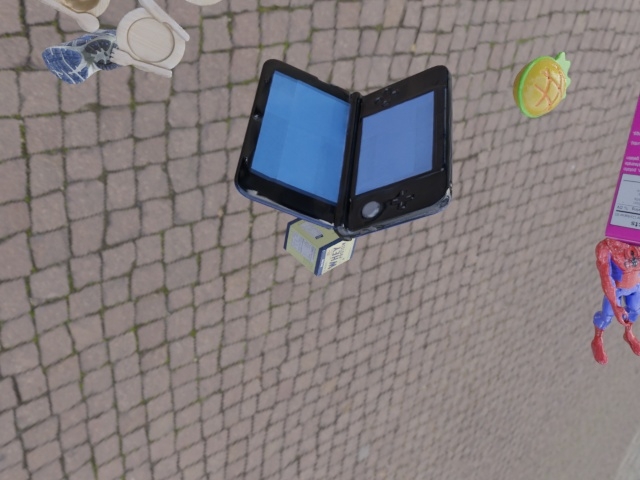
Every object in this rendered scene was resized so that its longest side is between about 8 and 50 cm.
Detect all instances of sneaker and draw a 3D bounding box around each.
[{"bbox_3d":[-0.287,-0.236,0.880,0.058,0.135,0.052,-65,144,-42],"label":"sneaker"}]

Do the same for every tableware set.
[{"bbox_3d":[-0.160,-0.229,0.614,0.141,0.020,0.168,30,121,-23],"label":"tableware set"}]

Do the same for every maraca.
[{"bbox_3d":[0.486,-0.338,1.517,0.186,0.099,0.127,-29,125,-31],"label":"maraca"}]

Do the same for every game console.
[{"bbox_3d":[0.044,-0.165,1.017,0.173,0.250,0.293,45,40,-39],"label":"game console"}]

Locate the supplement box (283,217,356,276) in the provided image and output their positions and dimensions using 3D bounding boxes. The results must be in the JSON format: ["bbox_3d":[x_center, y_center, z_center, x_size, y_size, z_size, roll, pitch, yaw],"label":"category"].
[{"bbox_3d":[0.000,0.000,1.135,0.083,0.083,0.056,-27,144,-36],"label":"supplement box"}]

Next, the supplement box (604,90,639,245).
[{"bbox_3d":[0.403,-0.093,0.753,0.111,0.114,0.220,9,96,-44],"label":"supplement box"}]

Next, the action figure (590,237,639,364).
[{"bbox_3d":[0.443,0.094,0.983,0.092,0.139,0.280,-16,129,2],"label":"action figure"}]
